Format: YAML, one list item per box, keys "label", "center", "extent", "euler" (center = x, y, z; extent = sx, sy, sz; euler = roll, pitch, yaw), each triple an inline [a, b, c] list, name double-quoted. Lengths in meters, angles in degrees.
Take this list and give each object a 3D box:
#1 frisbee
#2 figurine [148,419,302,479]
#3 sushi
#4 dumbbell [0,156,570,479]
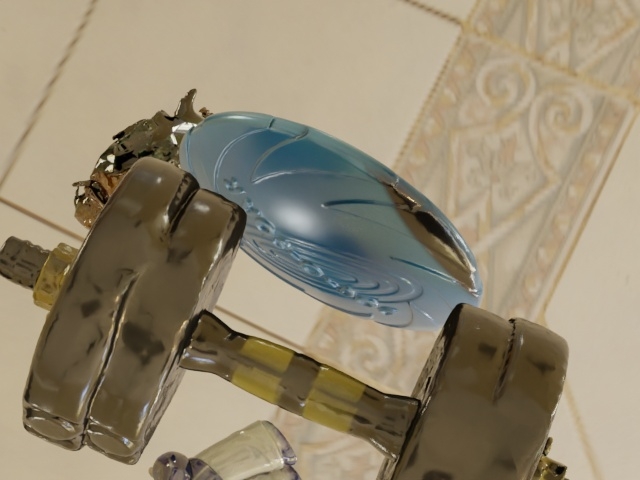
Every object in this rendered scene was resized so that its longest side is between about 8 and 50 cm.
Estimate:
- label: "frisbee"
  center: [0.000, 0.000, 1.117]
  extent: [0.242, 0.242, 0.045]
  euler: [25, 67, 11]
- label: "figurine"
  center: [-0.147, 0.244, 1.337]
  extent: [0.274, 0.194, 0.133]
  euler: [-46, 50, -3]
- label: "sushi"
  center: [-0.127, -0.065, 1.529]
  extent: [0.149, 0.287, 0.140]
  euler: [-21, 104, 36]
- label: "dumbbell"
  center: [-0.013, 0.086, 0.937]
  extent: [0.388, 0.185, 0.185]
  euler: [23, 85, 2]
